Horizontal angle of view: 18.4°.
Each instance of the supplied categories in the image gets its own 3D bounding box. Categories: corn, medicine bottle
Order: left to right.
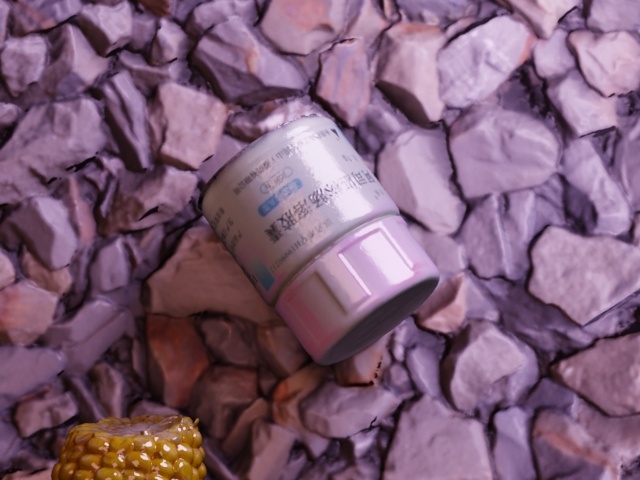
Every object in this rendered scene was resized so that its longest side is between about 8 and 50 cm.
[{"bbox_3d":[-0.174,0.316,1.505,0.144,0.144,0.387,6,76,5],"label":"corn"},{"bbox_3d":[0.000,0.000,1.575,0.135,0.135,0.168,-35,77,-5],"label":"medicine bottle"}]
